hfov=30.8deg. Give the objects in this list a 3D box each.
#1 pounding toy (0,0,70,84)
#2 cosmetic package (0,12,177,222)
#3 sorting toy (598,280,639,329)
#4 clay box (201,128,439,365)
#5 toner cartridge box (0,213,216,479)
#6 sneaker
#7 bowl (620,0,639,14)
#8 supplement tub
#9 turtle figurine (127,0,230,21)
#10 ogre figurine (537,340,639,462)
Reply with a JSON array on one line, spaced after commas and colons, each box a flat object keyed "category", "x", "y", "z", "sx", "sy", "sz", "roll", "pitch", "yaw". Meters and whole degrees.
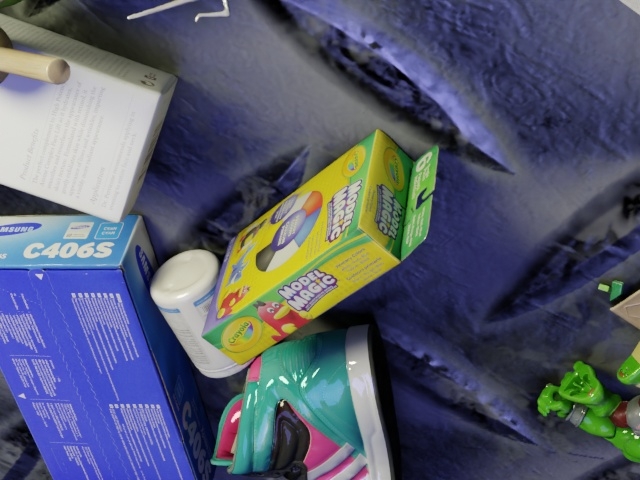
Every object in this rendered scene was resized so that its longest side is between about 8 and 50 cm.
[{"category": "pounding toy", "x": -0.188, "y": -0.223, "z": 0.803, "sx": 0.183, "sy": 0.110, "sz": 0.237, "roll": 7, "pitch": 100, "yaw": 45}, {"category": "cosmetic package", "x": -0.243, "y": -0.110, "z": 0.919, "sx": 0.231, "sy": 0.085, "sz": 0.117, "roll": 21, "pitch": 108, "yaw": -5}, {"category": "sorting toy", "x": 0.286, "y": 0.052, "z": 1.023, "sx": 0.083, "sy": 0.012, "sz": 0.062, "roll": 32, "pitch": 134, "yaw": -21}, {"category": "clay box", "x": 0.000, "y": 0.000, "z": 0.958, "sx": 0.053, "sy": 0.127, "sz": 0.222, "roll": 38, "pitch": 127, "yaw": -22}, {"category": "toner cartridge box", "x": -0.219, "y": 0.129, "z": 1.152, "sx": 0.165, "sy": 0.075, "sz": 0.348, "roll": -1, "pitch": 131, "yaw": 11}, {"category": "sneaker", "x": -0.014, "y": 0.214, "z": 1.150, "sx": 0.178, "sy": 0.124, "sz": 0.296, "roll": -5, "pitch": 122, "yaw": 9}, {"category": "bowl", "x": 0.257, "y": -0.195, "z": 0.758, "sx": 0.142, "sy": 0.053, "sz": 0.142, "roll": 30, "pitch": 158, "yaw": -14}, {"category": "supplement tub", "x": -0.106, "y": 0.068, "z": 1.078, "sx": 0.071, "sy": 0.071, "sz": 0.107, "roll": -10, "pitch": 128, "yaw": 20}, {"category": "turtle figurine", "x": -0.059, "y": -0.254, "z": 0.720, "sx": 0.234, "sy": 0.118, "sz": 0.175, "roll": -35, "pitch": 141, "yaw": -1}, {"category": "ogre figurine", "x": 0.299, "y": 0.151, "z": 1.053, "sx": 0.118, "sy": 0.097, "sz": 0.197, "roll": 41, "pitch": 123, "yaw": -16}]
